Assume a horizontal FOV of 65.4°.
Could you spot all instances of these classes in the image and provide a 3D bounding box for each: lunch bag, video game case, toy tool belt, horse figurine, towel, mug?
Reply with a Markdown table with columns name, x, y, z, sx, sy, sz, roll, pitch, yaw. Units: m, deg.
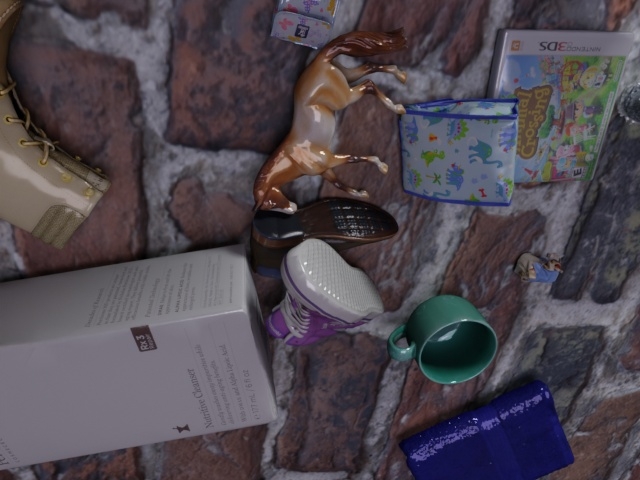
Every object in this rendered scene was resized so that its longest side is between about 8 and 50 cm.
| name | x | y | z | sx | sy | sz | roll | pitch | yaw |
| --- | --- | --- | --- | --- | --- | --- | --- | --- | --- |
| lunch bag | 0.185 | -0.121 | 0.674 | 0.151 | 0.096 | 0.128 | 3 | 120 | 20 |
| lunch bag | -0.016 | -0.270 | 0.579 | 0.071 | 0.053 | 0.083 | 11 | 123 | -15 |
| video game case | 0.325 | -0.185 | 0.708 | 0.194 | 0.023 | 0.212 | -3 | 117 | -10 |
| toy tool belt | 0.368 | 0.051 | 0.822 | 0.083 | 0.051 | 0.052 | 2 | 116 | -13 |
| horse figurine | 0.018 | -0.151 | 0.640 | 0.175 | 0.066 | 0.263 | 7 | 116 | -21 |
| towel | 0.330 | 0.413 | 0.994 | 0.308 | 0.076 | 0.227 | -26 | 112 | 3 |
| mug | 0.195 | 0.148 | 0.810 | 0.158 | 0.097 | 0.129 | 27 | 109 | -22 |

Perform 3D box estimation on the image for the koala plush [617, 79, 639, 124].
| name | x | y | z | sx | sy | sz | roll | pitch | yaw |
| --- | --- | --- | --- | --- | --- | --- | --- | --- | --- |
| koala plush | 0.535 | -0.210 | 0.656 | 0.221 | 0.196 | 0.203 | -22 | 107 | 1 |

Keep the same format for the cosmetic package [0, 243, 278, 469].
| name | x | y | z | sx | sy | sz | roll | pitch | yaw |
| --- | --- | --- | --- | --- | --- | --- | --- | --- | --- |
| cosmetic package | -0.269 | 0.155 | 0.672 | 0.385 | 0.156 | 0.217 | -12 | 122 | -3 |

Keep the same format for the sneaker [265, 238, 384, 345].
| name | x | y | z | sx | sy | sz | roll | pitch | yaw |
| --- | --- | --- | --- | --- | --- | --- | --- | --- | --- |
| sneaker | -0.019 | 0.094 | 0.677 | 0.161 | 0.102 | 0.282 | -26 | 155 | 12 |

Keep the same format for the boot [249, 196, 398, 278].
| name | x | y | z | sx | sy | sz | roll | pitch | yaw |
| --- | --- | --- | --- | --- | --- | --- | --- | --- | --- |
| boot | 0.000 | 0.000 | 0.725 | 0.219 | 0.082 | 0.106 | -1 | 143 | -21 |

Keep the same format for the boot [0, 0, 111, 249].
| name | x | y | z | sx | sy | sz | roll | pitch | yaw |
| --- | --- | --- | --- | --- | --- | --- | --- | --- | --- |
| boot | -0.330 | -0.123 | 0.565 | 0.204 | 0.095 | 0.262 | 29 | 109 | -23 |
